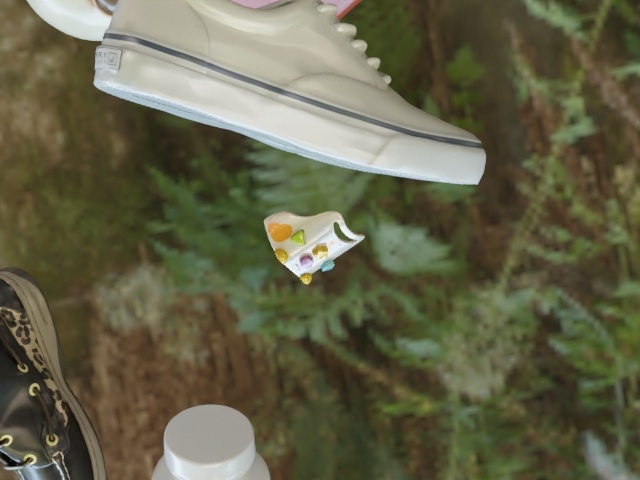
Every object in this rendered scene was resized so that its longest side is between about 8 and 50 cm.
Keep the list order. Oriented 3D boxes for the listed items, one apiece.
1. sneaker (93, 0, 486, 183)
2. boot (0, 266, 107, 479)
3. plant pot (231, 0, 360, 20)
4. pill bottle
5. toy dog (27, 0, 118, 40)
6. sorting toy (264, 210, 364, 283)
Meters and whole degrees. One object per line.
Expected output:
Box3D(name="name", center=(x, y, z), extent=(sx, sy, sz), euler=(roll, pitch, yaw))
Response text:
Box3D(name="sneaker", center=(-0.004, -0.098, 1.014), extent=(0.258, 0.091, 0.094), euler=(17, 179, -28))
Box3D(name="boot", center=(-0.430, 0.241, 2.125), extent=(0.138, 0.378, 0.284), euler=(-13, -177, 41))
Box3D(name="plant pot", center=(-0.017, -0.338, 1.232), extent=(0.235, 0.267, 0.267), euler=(-25, 139, 25))
Box3D(name="pill bottle", center=(-0.138, 0.347, 2.174), extent=(0.152, 0.272, 0.152), euler=(0, -144, 0))
Box3D(name="toy dog", center=(-0.326, -0.386, 1.842), extent=(0.395, 0.408, 0.284), euler=(-60, -169, -22))
Box3D(name="sorting toy", center=(0.000, 0.000, 1.655), extent=(0.075, 0.045, 0.083), euler=(-27, 136, 23))
